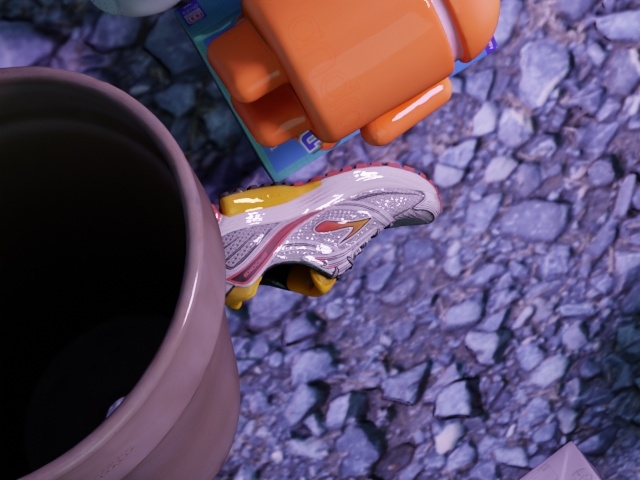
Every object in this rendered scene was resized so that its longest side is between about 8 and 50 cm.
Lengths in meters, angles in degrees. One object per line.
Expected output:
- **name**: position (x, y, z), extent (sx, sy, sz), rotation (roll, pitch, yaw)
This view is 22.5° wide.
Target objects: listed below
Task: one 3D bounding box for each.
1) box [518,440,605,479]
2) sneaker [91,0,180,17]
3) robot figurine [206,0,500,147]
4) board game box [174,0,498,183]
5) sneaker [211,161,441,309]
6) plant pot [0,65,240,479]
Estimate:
- **box**: position (0.280, 0.358, 1.719), extent (0.169, 0.087, 0.290), rotation (-37, 132, 2)
- **sneaker**: position (-0.061, -0.244, 1.116), extent (0.256, 0.151, 0.094), rotation (-38, 98, -32)
- **robot figurine**: position (0.033, -0.152, 1.126), extent (0.219, 0.128, 0.158), rotation (-31, 90, -2)
- **board game box**: position (0.016, -0.160, 1.228), extent (0.210, 0.047, 0.160), rotation (-32, 132, -2)
- **sneaker**: position (0.000, 0.000, 1.284), extent (0.225, 0.092, 0.088), rotation (-15, 167, -28)
- **plant pot**: position (-0.188, 0.082, 1.159), extent (0.323, 0.323, 0.280), rotation (-34, 148, 0)
